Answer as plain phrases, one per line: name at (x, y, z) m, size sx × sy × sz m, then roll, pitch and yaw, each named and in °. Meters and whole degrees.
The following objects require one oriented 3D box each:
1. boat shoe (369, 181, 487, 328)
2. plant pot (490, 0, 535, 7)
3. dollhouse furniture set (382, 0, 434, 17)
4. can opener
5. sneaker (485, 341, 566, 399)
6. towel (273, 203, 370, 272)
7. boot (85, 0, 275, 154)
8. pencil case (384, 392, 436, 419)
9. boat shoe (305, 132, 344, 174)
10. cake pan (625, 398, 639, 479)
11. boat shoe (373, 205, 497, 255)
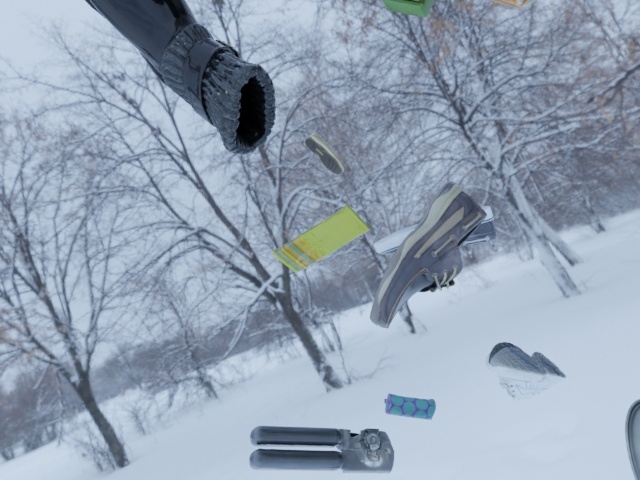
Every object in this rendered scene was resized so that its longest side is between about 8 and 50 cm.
boat shoe at (0.230, 0.037, 0.951) m, size 0.355 × 0.130 × 0.132 m, roll -54°, pitch -16°, yaw -15°
plant pot at (0.224, -0.410, 0.608) m, size 0.205 × 0.188 × 0.205 m, roll -40°, pitch -21°, yaw -19°
dollhouse furniture set at (0.247, -0.518, 0.831) m, size 0.151 × 0.301 × 0.197 m, roll -61°, pitch -31°, yaw 0°
can opener at (0.004, 0.387, 0.849) m, size 0.283 × 0.076 × 0.095 m, roll 11°, pitch -37°, yaw -20°
sneaker at (0.501, 0.343, 1.160) m, size 0.297 × 0.111 × 0.129 m, roll 24°, pitch -71°, yaw -35°
towel at (0.000, 0.000, 1.165) m, size 0.237 × 0.021 × 0.102 m, roll -31°, pitch -50°, yaw 21°
boot at (-0.208, -0.300, 0.705) m, size 0.131 × 0.260 × 0.348 m, roll -43°, pitch -24°, yaw -1°
pencil case at (0.280, 0.520, 1.452) m, size 0.151 × 0.065 × 0.070 m, roll 9°, pitch 0°, yaw -2°
boat shoe at (0.030, -0.341, 1.791) m, size 0.068 × 0.190 × 0.072 m, roll -29°, pitch 18°, yaw 50°
cake pan at (0.626, 0.403, 0.762) m, size 0.293 × 0.293 × 0.054 m, roll -15°, pitch -21°, yaw -41°
boat shoe at (0.288, 0.003, 1.165) m, size 0.301 × 0.102 × 0.108 m, roll -16°, pitch 6°, yaw 8°
